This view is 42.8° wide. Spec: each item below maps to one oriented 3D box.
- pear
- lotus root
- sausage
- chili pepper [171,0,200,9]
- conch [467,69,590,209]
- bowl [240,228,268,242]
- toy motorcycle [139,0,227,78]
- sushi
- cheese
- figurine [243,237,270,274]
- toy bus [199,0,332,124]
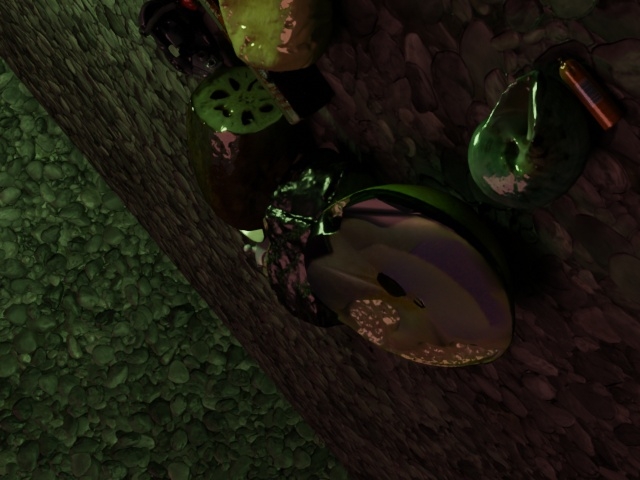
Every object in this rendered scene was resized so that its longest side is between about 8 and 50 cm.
[{"bbox_3d":[0.176,0.037,1.433,0.399,0.165,0.398,22,140,19],"label":"pear"},{"bbox_3d":[-0.155,-0.175,1.717,0.250,0.250,0.346,38,151,31],"label":"lotus root"},{"bbox_3d":[0.330,-0.185,1.008,0.107,0.031,0.031,52,159,1],"label":"sausage"},{"bbox_3d":[-0.308,-0.524,1.744,0.178,0.027,0.045,33,154,41],"label":"chili pepper"},{"bbox_3d":[0.276,-0.130,1.089,0.188,0.122,0.175,-6,100,63],"label":"conch"},{"bbox_3d":[-0.171,-0.123,2.000,0.238,0.126,0.237,41,158,21],"label":"bowl"},{"bbox_3d":[-0.293,-0.424,1.740,0.270,0.106,0.159,41,176,24],"label":"toy motorcycle"},{"bbox_3d":[0.000,0.000,1.627,0.171,0.211,0.350,22,119,36],"label":"sushi"},{"bbox_3d":[-0.081,-0.390,1.348,0.226,0.117,0.214,24,136,35],"label":"cheese"},{"bbox_3d":[-0.057,0.078,2.105,0.274,0.133,0.194,51,145,-9],"label":"figurine"},{"bbox_3d":[-0.133,-0.400,1.507,0.408,0.093,0.092,54,165,-7],"label":"toy bus"}]
